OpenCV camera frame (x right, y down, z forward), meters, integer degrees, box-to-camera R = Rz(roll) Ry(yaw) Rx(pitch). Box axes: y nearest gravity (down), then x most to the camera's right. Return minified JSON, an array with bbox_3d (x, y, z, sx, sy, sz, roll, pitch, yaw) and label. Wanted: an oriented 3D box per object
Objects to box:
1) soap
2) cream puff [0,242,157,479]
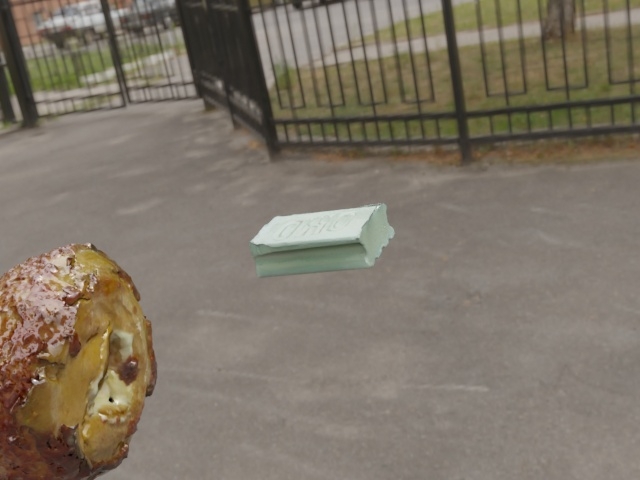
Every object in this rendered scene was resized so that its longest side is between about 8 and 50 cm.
[{"bbox_3d":[0.000,0.000,1.290,0.198,0.063,0.114,-7,24,29],"label":"soap"},{"bbox_3d":[-0.367,0.176,1.159,0.228,0.351,0.350,-1,20,16],"label":"cream puff"}]
